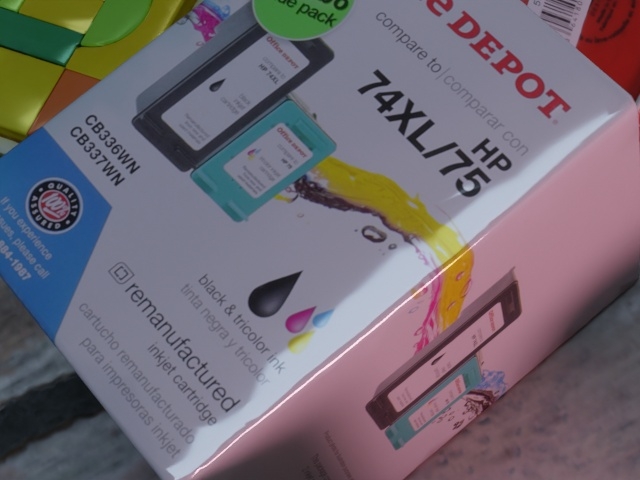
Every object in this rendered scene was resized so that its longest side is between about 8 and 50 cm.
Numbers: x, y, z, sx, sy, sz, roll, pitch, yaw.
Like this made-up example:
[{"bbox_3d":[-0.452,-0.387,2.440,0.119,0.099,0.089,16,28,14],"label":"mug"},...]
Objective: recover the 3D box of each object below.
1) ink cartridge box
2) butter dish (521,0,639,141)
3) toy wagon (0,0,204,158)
[{"bbox_3d":[0.000,0.000,0.782,0.270,0.197,0.198,-40,63,-8],"label":"ink cartridge box"},{"bbox_3d":[0.177,-0.137,0.863,0.160,0.118,0.160,35,118,22],"label":"butter dish"},{"bbox_3d":[-0.225,-0.161,0.984,0.344,0.068,0.267,20,70,20],"label":"toy wagon"}]
